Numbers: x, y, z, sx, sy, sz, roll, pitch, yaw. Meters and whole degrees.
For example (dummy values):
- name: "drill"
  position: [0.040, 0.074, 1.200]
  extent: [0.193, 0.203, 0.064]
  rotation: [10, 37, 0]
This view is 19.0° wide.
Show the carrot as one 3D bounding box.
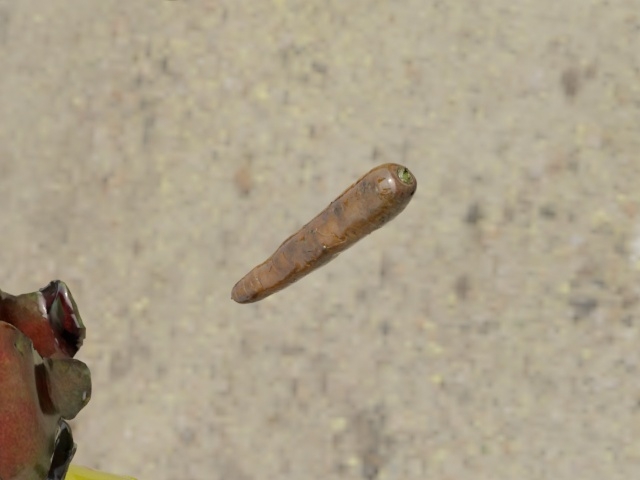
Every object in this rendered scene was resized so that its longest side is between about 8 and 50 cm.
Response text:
- name: "carrot"
  position: [-0.001, 0.000, 1.252]
  extent: [0.165, 0.035, 0.036]
  rotation: [-37, 54, 28]

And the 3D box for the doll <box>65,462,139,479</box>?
- name: "doll"
  position: [-0.132, 0.163, 0.893]
  extent: [0.143, 0.221, 0.135]
  rotation: [-35, 59, 38]

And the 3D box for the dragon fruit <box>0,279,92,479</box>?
- name: "dragon fruit"
  position: [-0.167, 0.071, 0.639]
  extent: [0.182, 0.188, 0.182]
  rotation: [-28, 50, 40]
